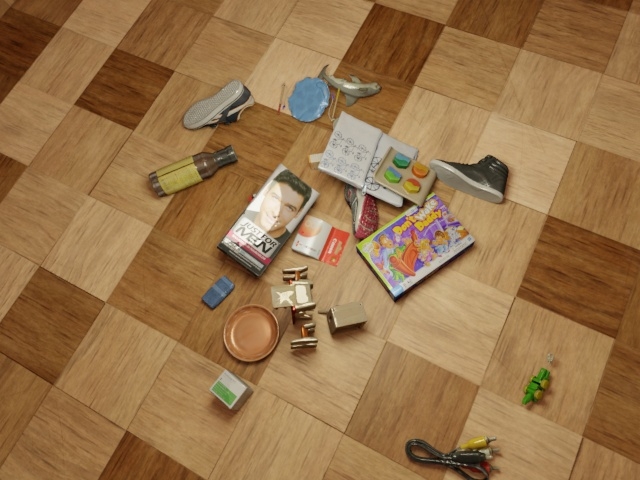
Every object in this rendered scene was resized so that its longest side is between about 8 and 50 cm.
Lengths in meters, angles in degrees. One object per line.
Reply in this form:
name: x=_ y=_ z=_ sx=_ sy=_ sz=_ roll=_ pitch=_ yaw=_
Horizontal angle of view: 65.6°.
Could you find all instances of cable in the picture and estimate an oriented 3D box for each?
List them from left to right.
cable: x=0.412 y=0.680 z=1.549 sx=0.287 sy=0.072 sz=0.140 roll=-5 pitch=86 yaw=17

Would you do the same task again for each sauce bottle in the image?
sauce bottle: x=-0.494 y=-0.279 z=1.957 sx=0.344 sy=0.111 sz=0.112 roll=-21 pitch=69 yaw=-2

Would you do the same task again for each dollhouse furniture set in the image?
dollhouse furniture set: x=-0.091 y=0.213 z=1.653 sx=0.135 sy=0.259 sz=0.262 roll=-6 pitch=68 yaw=-6

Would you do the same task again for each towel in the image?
towel: x=-0.371 y=0.189 z=1.815 sx=0.067 sy=0.029 sz=0.119 roll=41 pitch=78 yaw=18

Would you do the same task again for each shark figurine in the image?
shark figurine: x=0.097 y=-0.609 z=2.020 sx=0.278 sy=0.116 sz=0.166 roll=18 pitch=39 yaw=4

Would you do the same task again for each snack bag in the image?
snack bag: x=0.186 y=-0.300 z=1.825 sx=0.342 sy=0.037 sz=0.323 roll=26 pitch=55 yaw=-5

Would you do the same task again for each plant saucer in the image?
plant saucer: x=-0.240 y=0.325 z=1.747 sx=0.199 sy=0.037 sz=0.200 roll=-2 pitch=71 yaw=6

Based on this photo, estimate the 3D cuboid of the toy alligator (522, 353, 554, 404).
toy alligator: x=0.706 y=0.452 z=1.588 sx=0.051 sy=0.056 sz=0.190 roll=44 pitch=75 yaw=-24

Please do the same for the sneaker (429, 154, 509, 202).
sneaker: x=0.556 y=-0.262 z=1.839 sx=0.295 sy=0.105 sz=0.147 roll=26 pitch=73 yaw=9

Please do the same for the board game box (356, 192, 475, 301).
board game box: x=0.334 y=0.021 z=1.769 sx=0.347 sy=0.078 sz=0.233 roll=-34 pitch=70 yaw=-7

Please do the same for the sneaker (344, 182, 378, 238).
sneaker: x=0.144 y=-0.137 z=1.836 sx=0.111 sy=0.121 sz=0.299 roll=-15 pitch=55 yaw=30

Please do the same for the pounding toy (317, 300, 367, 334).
pounding toy: x=0.072 y=0.258 z=1.697 sx=0.130 sy=0.141 sz=0.100 roll=-10 pitch=69 yaw=-12

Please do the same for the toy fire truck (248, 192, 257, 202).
toy fire truck: x=-0.214 y=-0.119 z=1.899 sx=0.191 sy=0.047 sz=0.135 roll=-19 pitch=71 yaw=-3

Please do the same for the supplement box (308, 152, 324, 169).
supplement box: x=0.007 y=-0.309 z=1.936 sx=0.098 sy=0.062 sz=0.036 roll=-8 pitch=68 yaw=4

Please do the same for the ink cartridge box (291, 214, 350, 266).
ink cartridge box: x=0.000 y=0.000 z=1.835 sx=0.179 sy=0.045 sz=0.146 roll=19 pitch=74 yaw=15

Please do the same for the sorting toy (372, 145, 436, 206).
sorting toy: x=0.309 y=-0.237 z=1.790 sx=0.208 sy=0.038 sz=0.193 roll=32 pitch=54 yaw=1

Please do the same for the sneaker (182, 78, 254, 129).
sneaker: x=-0.414 y=-0.528 z=2.041 sx=0.320 sy=0.127 sz=0.126 roll=-22 pitch=61 yaw=25

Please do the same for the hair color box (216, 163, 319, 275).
hair color box: x=-0.190 y=-0.072 z=1.810 sx=0.185 sy=0.113 sz=0.375 roll=37 pitch=78 yaw=-7

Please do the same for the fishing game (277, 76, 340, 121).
fishing game: x=-0.046 y=-0.574 z=2.027 sx=0.263 sy=0.041 sz=0.189 roll=9 pitch=89 yaw=22

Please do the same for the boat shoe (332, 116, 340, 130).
boat shoe: x=0.096 y=-0.361 z=1.922 sx=0.095 sy=0.079 sz=0.255 roll=-19 pitch=58 yaw=13

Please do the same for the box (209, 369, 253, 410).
box: x=-0.295 y=0.499 z=1.655 sx=0.101 sy=0.102 sz=0.087 roll=35 pitch=75 yaw=18
